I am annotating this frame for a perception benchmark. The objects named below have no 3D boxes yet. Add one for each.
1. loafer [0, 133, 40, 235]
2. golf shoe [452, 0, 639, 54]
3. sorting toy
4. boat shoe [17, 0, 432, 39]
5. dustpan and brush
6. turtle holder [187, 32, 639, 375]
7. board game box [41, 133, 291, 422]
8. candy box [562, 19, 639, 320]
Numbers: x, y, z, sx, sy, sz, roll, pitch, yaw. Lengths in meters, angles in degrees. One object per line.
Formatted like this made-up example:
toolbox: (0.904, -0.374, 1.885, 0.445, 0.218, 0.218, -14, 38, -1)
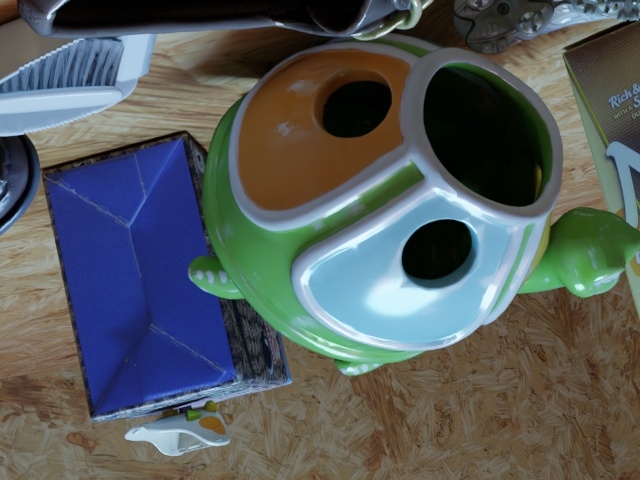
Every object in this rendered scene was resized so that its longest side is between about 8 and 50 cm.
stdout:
loafer: (-0.351, -0.021, 0.715, 0.302, 0.109, 0.095, -13, 167, 14)
golf shoe: (0.178, -0.181, 0.705, 0.176, 0.069, 0.086, -12, -169, 7)
sorting toy: (-0.139, 0.176, 0.933, 0.075, 0.045, 0.083, 3, 162, -40)
boat shoe: (0.001, -0.146, 0.492, 0.324, 0.097, 0.116, -6, 168, -36)
dustpan and brush: (-0.201, -0.091, 0.634, 0.211, 0.060, 0.147, -11, 170, -17)
turtle holder: (0.077, -0.015, 0.761, 0.227, 0.320, 0.243, -29, -161, 52)
board game box: (-0.142, 0.050, 1.017, 0.141, 0.232, 0.291, -14, 171, 5)
candy box: (0.350, -0.048, 0.879, 0.183, 0.317, 0.087, -20, 171, 34)
